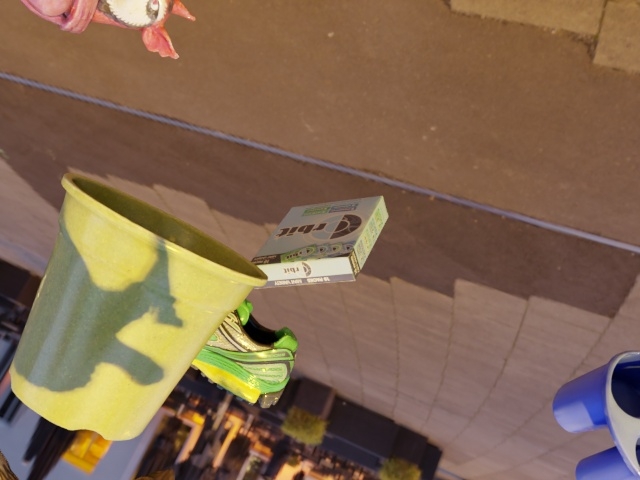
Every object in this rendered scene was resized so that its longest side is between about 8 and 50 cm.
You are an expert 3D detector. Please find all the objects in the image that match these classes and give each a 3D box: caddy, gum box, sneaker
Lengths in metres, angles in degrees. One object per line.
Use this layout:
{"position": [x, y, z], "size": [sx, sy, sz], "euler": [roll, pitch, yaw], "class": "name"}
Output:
{"position": [0.553, 0.305, 1.118], "size": [0.341, 0.241, 0.179], "euler": [4, 151, -33], "class": "caddy"}
{"position": [0.000, 0.000, 0.998], "size": [0.157, 0.184, 0.041], "euler": [-6, 118, 25], "class": "gum box"}
{"position": [-0.194, 0.134, 1.149], "size": [0.343, 0.146, 0.134], "euler": [27, -167, -4], "class": "sneaker"}

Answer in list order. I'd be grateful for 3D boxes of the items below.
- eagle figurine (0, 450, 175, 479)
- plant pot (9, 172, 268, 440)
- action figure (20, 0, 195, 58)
{"position": [-0.244, 0.210, 0.438], "size": [0.298, 0.225, 0.226], "euler": [-10, 133, -9], "class": "eagle figurine"}
{"position": [-0.245, 0.093, 0.853], "size": [0.276, 0.254, 0.276], "euler": [28, -178, -1], "class": "plant pot"}
{"position": [-0.265, -0.259, 0.528], "size": [0.275, 0.248, 0.370], "euler": [-40, 112, 21], "class": "action figure"}
